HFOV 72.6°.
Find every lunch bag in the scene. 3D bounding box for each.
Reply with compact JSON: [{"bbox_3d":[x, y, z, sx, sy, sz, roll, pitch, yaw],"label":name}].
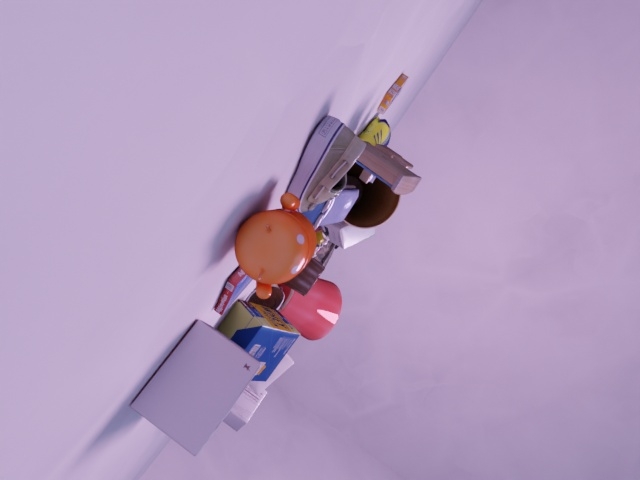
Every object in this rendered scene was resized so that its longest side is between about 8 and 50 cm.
[{"bbox_3d":[0.000,0.000,1.897,0.287,0.169,0.235,-60,180,-16],"label":"lunch bag"}]

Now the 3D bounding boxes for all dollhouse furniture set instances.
[{"bbox_3d":[0.126,-0.108,1.264,0.286,0.198,0.303,-9,135,-56],"label":"dollhouse furniture set"}]

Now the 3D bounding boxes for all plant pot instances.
[{"bbox_3d":[-0.084,0.098,1.512,0.167,0.165,0.167,-54,179,-2],"label":"plant pot"},{"bbox_3d":[-0.086,0.256,1.841,0.275,0.243,0.274,-30,-136,35],"label":"plant pot"},{"bbox_3d":[0.125,-0.169,1.524,0.237,0.237,0.254,-55,-167,-1],"label":"plant pot"}]

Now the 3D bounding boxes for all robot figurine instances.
[{"bbox_3d":[-0.075,0.009,0.764,0.158,0.128,0.219,-36,-179,8],"label":"robot figurine"}]

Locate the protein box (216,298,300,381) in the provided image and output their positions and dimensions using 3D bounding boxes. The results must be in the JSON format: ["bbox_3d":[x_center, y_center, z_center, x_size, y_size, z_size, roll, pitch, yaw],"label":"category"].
[{"bbox_3d":[-0.212,0.317,1.360,0.199,0.136,0.201,-54,144,4],"label":"protein box"}]

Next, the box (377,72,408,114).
[{"bbox_3d":[0.236,-0.476,1.402,0.136,0.028,0.081,-52,177,-26],"label":"box"}]

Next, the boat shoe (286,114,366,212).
[{"bbox_3d":[0.003,-0.123,0.874,0.109,0.094,0.302,-54,178,-23],"label":"boat shoe"}]

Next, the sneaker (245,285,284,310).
[{"bbox_3d":[-0.250,0.269,1.554,0.290,0.106,0.123,-38,170,-40],"label":"sneaker"}]

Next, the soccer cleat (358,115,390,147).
[{"bbox_3d":[0.170,-0.352,1.455,0.289,0.094,0.121,-41,137,-62],"label":"soccer cleat"}]

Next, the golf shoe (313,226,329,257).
[{"bbox_3d":[-0.052,0.004,1.336,0.105,0.120,0.273,-53,179,32],"label":"golf shoe"}]

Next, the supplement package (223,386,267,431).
[{"bbox_3d":[-0.378,0.608,1.733,0.145,0.262,0.204,-53,178,-37],"label":"supplement package"}]

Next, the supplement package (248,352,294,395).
[{"bbox_3d":[-0.236,0.435,1.667,0.175,0.177,0.293,-41,-178,-11],"label":"supplement package"}]

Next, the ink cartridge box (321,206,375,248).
[{"bbox_3d":[0.082,-0.061,1.636,0.153,0.208,0.086,-23,119,-24],"label":"ink cartridge box"}]

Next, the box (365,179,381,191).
[{"bbox_3d":[0.172,-0.237,1.683,0.056,0.183,0.231,-18,161,-23],"label":"box"}]

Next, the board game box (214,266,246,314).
[{"bbox_3d":[-0.153,0.049,1.071,0.281,0.027,0.145,-52,179,-45],"label":"board game box"}]

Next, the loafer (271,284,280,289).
[{"bbox_3d":[-0.243,0.271,1.690,0.268,0.092,0.102,-55,176,-15],"label":"loafer"}]

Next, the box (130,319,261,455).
[{"bbox_3d":[-0.271,0.332,1.035,0.215,0.168,0.345,-54,178,-17],"label":"box"}]
